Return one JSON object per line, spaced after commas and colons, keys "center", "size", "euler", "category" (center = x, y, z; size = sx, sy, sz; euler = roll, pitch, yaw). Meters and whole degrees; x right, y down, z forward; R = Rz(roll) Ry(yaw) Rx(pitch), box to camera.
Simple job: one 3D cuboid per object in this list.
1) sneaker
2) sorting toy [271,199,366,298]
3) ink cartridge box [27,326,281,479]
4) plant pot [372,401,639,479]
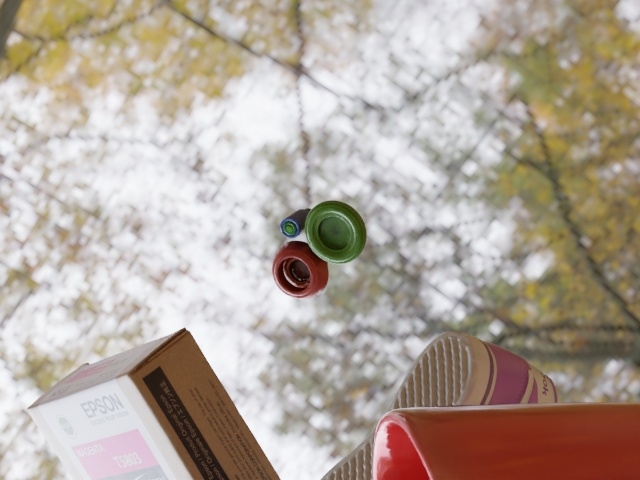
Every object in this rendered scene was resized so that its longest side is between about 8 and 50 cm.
{"center": [0.101, 0.218, 1.522], "size": [0.161, 0.282, 0.102], "euler": [24, -159, -41], "category": "sneaker"}
{"center": [0.000, 0.000, 1.375], "size": [0.061, 0.102, 0.042], "euler": [47, -149, 3], "category": "sorting toy"}
{"center": [-0.166, 0.206, 1.742], "size": [0.088, 0.234, 0.193], "euler": [-37, -81, -35], "category": "ink cartridge box"}
{"center": [0.185, 0.227, 1.210], "size": [0.243, 0.275, 0.275], "euler": [-10, -134, -11], "category": "plant pot"}
